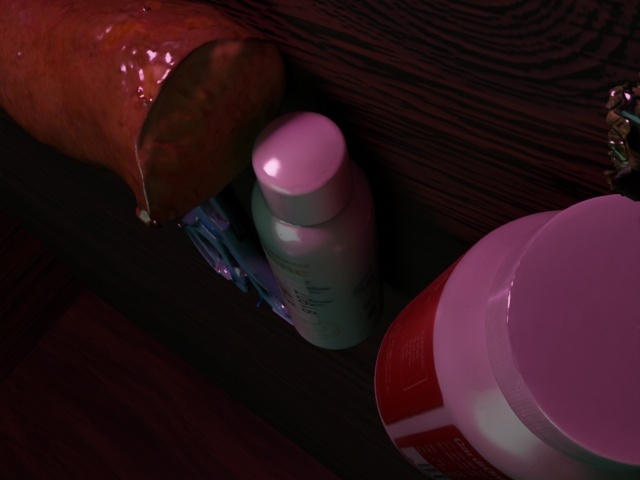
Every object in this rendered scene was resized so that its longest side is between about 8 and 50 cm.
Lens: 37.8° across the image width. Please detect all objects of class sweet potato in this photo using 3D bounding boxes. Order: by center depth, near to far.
[{"bbox_3d":[-0.168,-0.128,0.618,0.337,0.131,0.131,31,162,34],"label":"sweet potato"}]

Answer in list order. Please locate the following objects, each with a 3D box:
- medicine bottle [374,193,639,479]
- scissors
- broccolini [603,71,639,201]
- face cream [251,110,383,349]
[{"bbox_3d":[0.108,0.062,0.473,0.131,0.131,0.250,39,164,4],"label":"medicine bottle"},{"bbox_3d":[-0.104,-0.021,0.937,0.180,0.032,0.393,33,164,26],"label":"scissors"},{"bbox_3d":[0.161,-0.051,0.236,0.254,0.071,0.057,151,112,-67],"label":"broccolini"},{"bbox_3d":[0.000,0.000,0.652,0.082,0.082,0.269,35,164,20],"label":"face cream"}]
